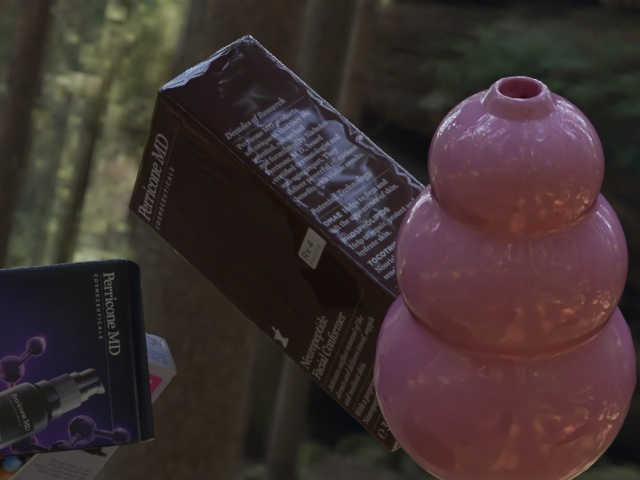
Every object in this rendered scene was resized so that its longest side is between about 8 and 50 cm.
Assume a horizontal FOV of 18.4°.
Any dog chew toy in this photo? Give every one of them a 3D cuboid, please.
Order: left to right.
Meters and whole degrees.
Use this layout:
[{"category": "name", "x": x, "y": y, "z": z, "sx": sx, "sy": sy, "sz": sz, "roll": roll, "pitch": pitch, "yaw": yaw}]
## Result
[{"category": "dog chew toy", "x": 0.143, "y": 0.031, "z": 1.508, "sx": 0.207, "sy": 0.332, "sz": 0.206, "roll": -1, "pitch": 32, "yaw": 0}]

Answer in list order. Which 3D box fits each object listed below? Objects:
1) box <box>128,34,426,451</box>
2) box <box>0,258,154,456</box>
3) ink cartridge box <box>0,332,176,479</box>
[{"category": "box", "x": 0.000, "y": 0.000, "z": 1.914, "sx": 0.381, "sy": 0.191, "sz": 0.143, "roll": 43, "pitch": 53, "yaw": 19}, {"category": "box", "x": -0.245, "y": 0.099, "z": 1.604, "sx": 0.207, "sy": 0.153, "sz": 0.108, "roll": -7, "pitch": -5, "yaw": 0}, {"category": "ink cartridge box", "x": -0.299, "y": 0.190, "z": 1.875, "sx": 0.186, "sy": 0.311, "sz": 0.065, "roll": 25, "pitch": 27, "yaw": -33}]
